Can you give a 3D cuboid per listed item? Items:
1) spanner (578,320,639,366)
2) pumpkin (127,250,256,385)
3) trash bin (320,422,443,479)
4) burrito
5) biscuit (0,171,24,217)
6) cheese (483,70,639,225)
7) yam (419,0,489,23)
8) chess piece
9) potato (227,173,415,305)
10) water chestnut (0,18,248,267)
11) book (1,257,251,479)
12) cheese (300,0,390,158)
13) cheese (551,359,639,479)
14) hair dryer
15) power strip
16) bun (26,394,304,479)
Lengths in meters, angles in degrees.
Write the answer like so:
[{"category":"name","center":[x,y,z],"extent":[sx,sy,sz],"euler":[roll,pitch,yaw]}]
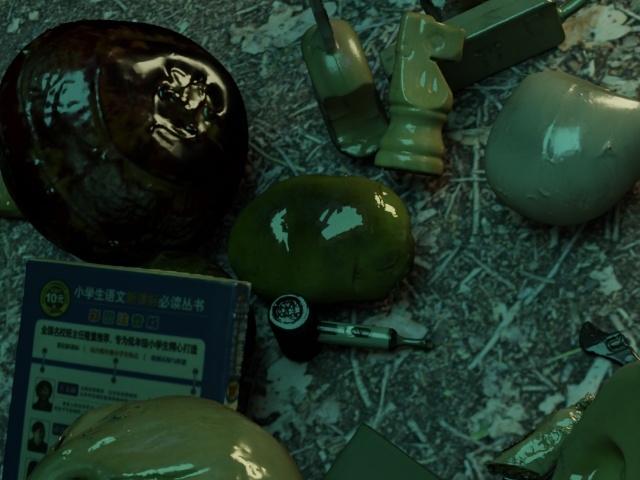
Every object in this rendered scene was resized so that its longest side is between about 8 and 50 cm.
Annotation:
[{"category":"spanner","center":[0.361,0.154,1.600],"extent":[0.046,0.012,0.208],"euler":[-41,53,-6]},{"category":"pumpkin","center":[-0.182,0.124,1.764],"extent":[0.223,0.157,0.224],"euler":[-7,73,23]},{"category":"trash bin","center":[0.033,0.394,1.491],"extent":[0.223,0.158,0.343],"euler":[33,76,36]},{"category":"burrito","center":[0.252,0.221,1.584],"extent":[0.149,0.041,0.055],"euler":[-37,39,2]},{"category":"biscuit","center":[-0.357,-0.109,2.063],"extent":[0.289,0.038,0.141],"euler":[-35,52,-2]},{"category":"cheese","center":[0.291,-0.108,1.715],"extent":[0.198,0.154,0.189],"euler":[26,77,33]},{"category":"yam","center":[0.206,-0.341,1.951],"extent":[0.141,0.079,0.079],"euler":[-34,52,1]},{"category":"chess piece","center":[0.126,-0.183,1.821],"extent":[0.090,0.090,0.200],"euler":[10,92,28]},{"category":"potato","center":[0.000,0.000,1.779],"extent":[0.248,0.143,0.169],"euler":[-8,59,29]},{"category":"water chestnut","center":[-0.266,-0.119,1.891],"extent":[0.302,0.350,0.350],"euler":[-22,44,51]},{"category":"book","center":[-0.238,0.243,1.665],"extent":[0.300,0.039,0.428],"euler":[6,89,26]},{"category":"cheese","center":[0.018,-0.227,1.826],"extent":[0.082,0.286,0.163],"euler":[-22,55,2]},{"category":"cheese","center":[0.342,0.264,1.381],"extent":[0.318,0.115,0.326],"euler":[-7,68,59]},{"category":"hair dryer","center":[0.038,0.110,1.728],"extent":[0.197,0.100,0.057],"euler":[5,68,9]},{"category":"power strip","center":[0.221,-0.264,1.883],"extent":[0.288,0.093,0.053],"euler":[-24,54,8]},{"category":"bun","center":[-0.169,0.304,1.440],"extent":[0.326,0.234,0.362],"euler":[-44,39,-1]}]
